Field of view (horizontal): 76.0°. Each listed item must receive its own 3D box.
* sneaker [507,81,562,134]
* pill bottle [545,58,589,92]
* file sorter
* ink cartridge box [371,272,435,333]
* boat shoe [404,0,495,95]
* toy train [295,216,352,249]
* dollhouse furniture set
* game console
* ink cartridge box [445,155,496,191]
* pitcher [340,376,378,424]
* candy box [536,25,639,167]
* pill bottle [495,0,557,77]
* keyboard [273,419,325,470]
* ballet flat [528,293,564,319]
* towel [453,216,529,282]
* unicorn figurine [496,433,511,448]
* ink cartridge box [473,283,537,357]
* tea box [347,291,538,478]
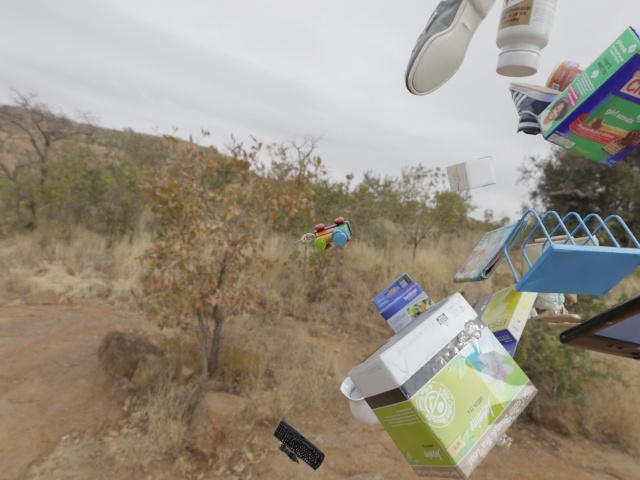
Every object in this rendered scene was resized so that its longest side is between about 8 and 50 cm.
[{"bbox_3d":[0.720,-0.461,1.430,0.099,0.153,0.282,2,28,-2],"label":"sneaker"},{"bbox_3d":[0.934,-0.553,1.456,0.216,0.121,0.121,38,19,29],"label":"pill bottle"},{"bbox_3d":[0.429,0.018,0.710,0.171,0.118,0.104,3,48,-8],"label":"file sorter"},{"bbox_3d":[0.363,0.299,1.574,0.311,0.186,0.065,51,5,6],"label":"ink cartridge box"},{"bbox_3d":[0.292,-0.479,0.964,0.112,0.335,0.095,36,-3,-32],"label":"boat shoe"},{"bbox_3d":[0.000,0.000,1.649,0.248,0.105,0.143,-18,14,14],"label":"toy train"},{"bbox_3d":[1.025,0.144,1.676,0.257,0.361,0.394,-11,-30,42],"label":"dollhouse furniture set"},{"bbox_3d":[0.855,0.219,1.002,0.342,0.060,0.386,8,-31,-2],"label":"game console"},{"bbox_3d":[0.477,-0.211,1.317,0.092,0.089,0.143,-13,5,-8],"label":"ink cartridge box"},{"bbox_3d":[0.187,0.642,1.599,0.178,0.207,0.125,17,52,46],"label":"pitcher"},{"bbox_3d":[0.844,-0.388,1.158,0.268,0.122,0.317,16,-40,-15],"label":"candy box"},{"bbox_3d":[0.529,-0.555,1.062,0.131,0.229,0.131,8,8,-1],"label":"pill bottle"},{"bbox_3d":[-0.083,0.709,1.389,0.192,0.100,0.038,30,14,23],"label":"keyboard"},{"bbox_3d":[0.808,0.252,1.620,0.147,0.146,0.409,11,-17,0],"label":"ballet flat"},{"bbox_3d":[0.647,0.052,1.605,0.040,0.271,0.370,37,-5,6],"label":"towel"},{"bbox_3d":[0.727,0.810,1.721,0.060,0.111,0.162,-13,26,-10],"label":"unicorn figurine"},{"bbox_3d":[0.629,0.311,1.501,0.072,0.307,0.303,40,-27,2],"label":"ink cartridge box"},{"bbox_3d":[0.315,0.375,1.085,0.329,0.323,0.220,-30,-13,-30],"label":"tea box"}]
